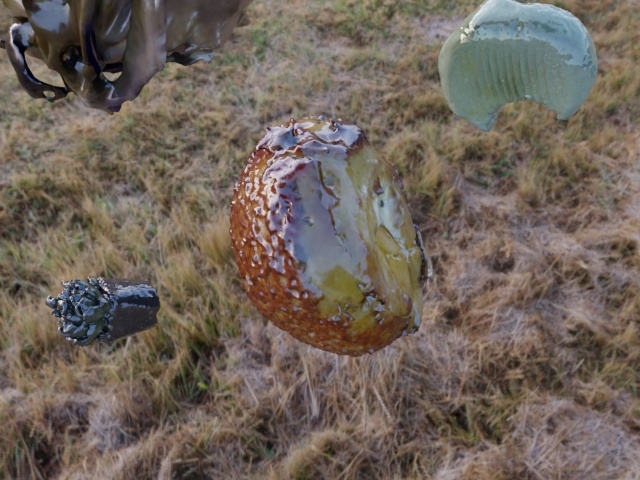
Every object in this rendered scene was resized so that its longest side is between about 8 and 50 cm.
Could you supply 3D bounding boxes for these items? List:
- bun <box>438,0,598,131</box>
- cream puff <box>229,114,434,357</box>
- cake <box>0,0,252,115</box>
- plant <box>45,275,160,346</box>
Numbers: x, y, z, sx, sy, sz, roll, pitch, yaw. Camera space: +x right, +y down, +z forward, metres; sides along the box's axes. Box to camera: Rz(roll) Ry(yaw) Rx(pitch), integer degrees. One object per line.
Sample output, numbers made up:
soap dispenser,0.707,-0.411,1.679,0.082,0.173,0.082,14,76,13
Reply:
bun,0.276,-0.249,0.890,0.212,0.204,0.127,17,57,14
cream puff,0.000,-0.005,0.858,0.228,0.350,0.351,-14,43,25
cake,-0.206,-0.283,0.563,0.332,0.332,0.321,19,81,9
plant,-0.297,0.092,0.866,0.143,0.092,0.094,-4,35,-41
